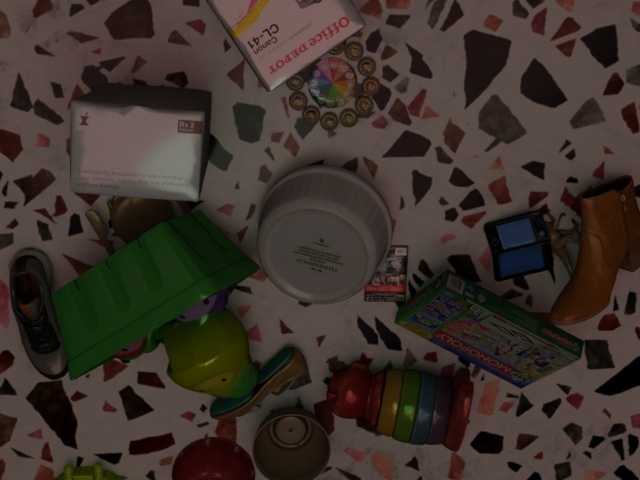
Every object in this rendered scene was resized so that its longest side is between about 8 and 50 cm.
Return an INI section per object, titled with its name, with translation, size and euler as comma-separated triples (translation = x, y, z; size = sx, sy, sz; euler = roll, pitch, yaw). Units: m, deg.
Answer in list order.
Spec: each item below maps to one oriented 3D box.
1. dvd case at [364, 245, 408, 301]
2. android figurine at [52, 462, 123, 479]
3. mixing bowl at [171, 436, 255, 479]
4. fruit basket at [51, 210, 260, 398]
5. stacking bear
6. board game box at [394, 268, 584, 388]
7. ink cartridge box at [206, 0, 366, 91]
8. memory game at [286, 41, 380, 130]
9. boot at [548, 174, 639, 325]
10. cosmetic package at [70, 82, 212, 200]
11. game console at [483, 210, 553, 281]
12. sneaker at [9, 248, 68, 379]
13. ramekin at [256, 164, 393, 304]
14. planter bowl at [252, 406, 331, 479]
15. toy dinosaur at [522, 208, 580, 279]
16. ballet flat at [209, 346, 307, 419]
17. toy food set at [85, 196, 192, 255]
[dvd case]
translation = 0.135, 0.069, 1.946
size = 0.087, 0.013, 0.119
euler = 0, 106, -3
[android figurine]
translation = -0.500, 0.601, 2.033
size = 0.248, 0.056, 0.273
euler = 0, 107, -3
[mixing bowl]
translation = -0.229, 0.521, 2.003
size = 0.181, 0.098, 0.181
euler = -1, 104, -4
[fruit basket]
translation = -0.274, 0.172, 1.812
size = 0.392, 0.283, 0.392
euler = 3, 100, 18
[stacking bear]
translation = 0.155, 0.330, 1.951
size = 0.289, 0.175, 0.164
euler = 11, 97, 4
[board game box]
translation = 0.335, 0.184, 1.901
size = 0.317, 0.213, 0.046
euler = 27, 57, -10
[ink cartridge box]
translation = -0.089, -0.460, 1.728
size = 0.226, 0.131, 0.306
euler = -34, 100, 5
[memory game]
translation = 0.025, -0.305, 1.840
size = 0.186, 0.012, 0.186
euler = -1, 105, -3
[boot]
translation = 0.530, 0.012, 1.857
size = 0.295, 0.104, 0.211
euler = -35, 119, -28
[cosmetic package]
translation = -0.303, -0.183, 1.662
size = 0.217, 0.385, 0.156
euler = 4, 105, -4
[game console]
translation = 0.397, 0.011, 1.898
size = 0.122, 0.071, 0.107
euler = -15, 105, 20
[sneaker]
translation = -0.568, 0.158, 1.884
size = 0.100, 0.108, 0.271
euler = -12, 107, -2
[ramekin]
translation = 0.000, 0.000, 1.820
size = 0.273, 0.127, 0.273
euler = 5, 119, 9
[planter bowl]
translation = -0.061, 0.416, 1.978
size = 0.162, 0.109, 0.162
euler = -1, 105, -2
[toy dinosaur]
translation = 0.489, 0.000, 1.937
size = 0.092, 0.053, 0.183
euler = -37, 96, 22
[ballet flat]
translation = -0.124, 0.315, 1.967
size = 0.232, 0.080, 0.073
euler = -37, 119, 8
[toy food set]
translation = -0.356, -0.052, 1.880
size = 0.192, 0.038, 0.132
euler = -25, 112, -2
